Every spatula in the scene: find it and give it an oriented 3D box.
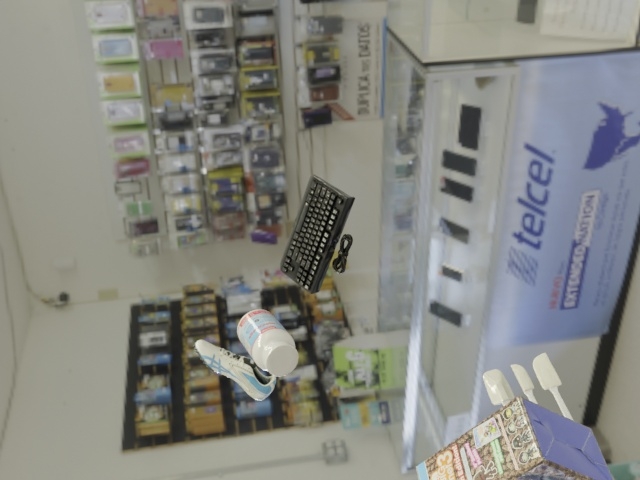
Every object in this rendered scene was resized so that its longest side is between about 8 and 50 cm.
[{"bbox_3d":[0.489,0.387,1.736,0.019,0.168,0.242,90,163,-58],"label":"spatula"}]

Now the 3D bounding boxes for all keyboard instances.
[{"bbox_3d":[0.000,0.000,1.150,0.023,0.108,0.180,-31,-32,-52],"label":"keyboard"}]

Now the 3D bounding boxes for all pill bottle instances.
[{"bbox_3d":[-0.102,0.202,1.497,0.160,0.087,0.087,-144,47,-61],"label":"pill bottle"}]

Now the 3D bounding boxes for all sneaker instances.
[{"bbox_3d":[-0.219,0.320,1.963,0.086,0.237,0.085,-53,11,8],"label":"sneaker"}]

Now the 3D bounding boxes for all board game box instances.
[{"bbox_3d":[0.380,0.470,1.507,0.291,0.232,0.141,-45,34,29],"label":"board game box"}]
